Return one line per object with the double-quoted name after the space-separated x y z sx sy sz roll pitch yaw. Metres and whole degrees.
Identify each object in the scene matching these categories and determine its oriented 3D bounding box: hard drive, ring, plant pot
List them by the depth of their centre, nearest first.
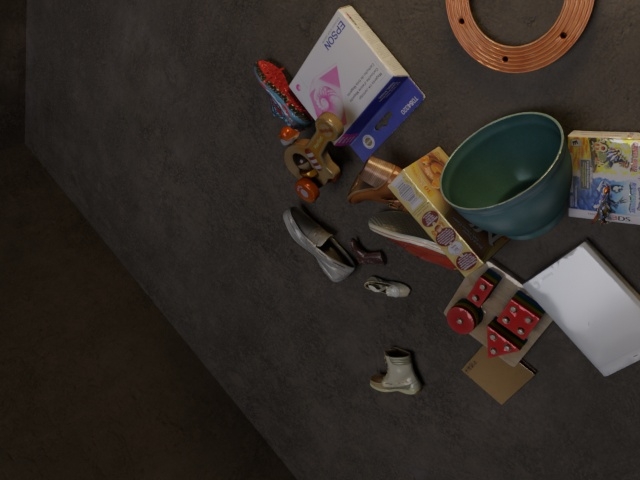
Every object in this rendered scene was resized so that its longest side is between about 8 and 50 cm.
0.428 -0.537 1.260 0.337 0.032 0.336 25 132 31 "ring"
0.455 -0.124 1.349 0.293 0.293 0.196 -3 140 46 "plant pot"
0.688 0.171 1.443 0.307 0.040 0.203 49 129 7 "hard drive"

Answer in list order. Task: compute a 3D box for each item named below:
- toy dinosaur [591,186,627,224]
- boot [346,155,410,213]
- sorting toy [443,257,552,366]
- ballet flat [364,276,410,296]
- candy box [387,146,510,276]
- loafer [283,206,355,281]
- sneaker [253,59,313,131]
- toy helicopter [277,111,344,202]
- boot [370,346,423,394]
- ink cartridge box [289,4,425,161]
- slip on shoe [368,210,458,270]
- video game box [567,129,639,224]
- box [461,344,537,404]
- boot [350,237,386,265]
0.629 -0.077 1.290 0.090 0.047 0.082 -5 95 59 "toy dinosaur"
0.206 -0.137 1.712 0.220 0.109 0.283 27 156 -2 "boot"
0.492 0.214 1.639 0.257 0.089 0.255 38 132 21 "sorting toy"
0.220 0.163 1.926 0.168 0.052 0.057 12 123 40 "ballet flat"
0.348 -0.081 1.529 0.316 0.183 0.087 51 142 6 "candy box"
0.000 0.000 2.003 0.319 0.112 0.111 47 135 -1 "loafer"
-0.138 -0.449 1.835 0.262 0.104 0.125 53 143 4 "sneaker"
-0.027 -0.285 1.732 0.235 0.140 0.355 44 153 1 "toy helicopter"
0.253 0.464 2.079 0.213 0.077 0.165 -4 113 41 "boot"
0.089 -0.426 1.649 0.330 0.071 0.324 53 140 6 "ink cartridge box"
0.285 0.001 1.707 0.331 0.123 0.101 22 134 28 "slip on shoe"
0.653 -0.140 1.289 0.187 0.048 0.205 9 122 39 "video game box"
0.546 0.402 1.783 0.164 0.021 0.201 41 138 18 "box"
0.160 0.038 1.914 0.114 0.037 0.106 4 131 48 "boot"
